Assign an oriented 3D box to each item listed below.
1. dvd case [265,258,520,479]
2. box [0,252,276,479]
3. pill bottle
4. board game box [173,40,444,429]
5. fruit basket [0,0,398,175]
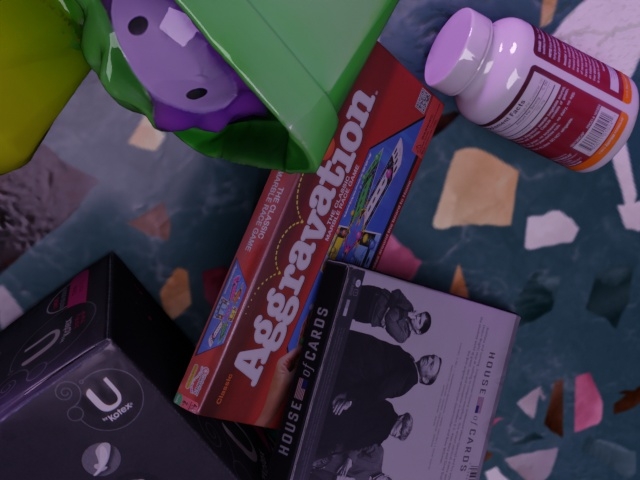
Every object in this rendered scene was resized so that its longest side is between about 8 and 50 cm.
[{"bbox_3d":[0.066,0.124,0.763,0.238,0.029,0.179,18,87,-47],"label":"dvd case"},{"bbox_3d":[-0.131,0.172,0.745,0.143,0.165,0.270,-36,114,3],"label":"box"},{"bbox_3d":[0.161,-0.118,0.748,0.152,0.086,0.086,23,103,-19],"label":"pill bottle"},{"bbox_3d":[0.000,0.000,0.705,0.145,0.027,0.281,27,85,-55],"label":"board game box"},{"bbox_3d":[-0.178,-0.160,0.578,0.392,0.283,0.392,-4,99,-25],"label":"fruit basket"}]
